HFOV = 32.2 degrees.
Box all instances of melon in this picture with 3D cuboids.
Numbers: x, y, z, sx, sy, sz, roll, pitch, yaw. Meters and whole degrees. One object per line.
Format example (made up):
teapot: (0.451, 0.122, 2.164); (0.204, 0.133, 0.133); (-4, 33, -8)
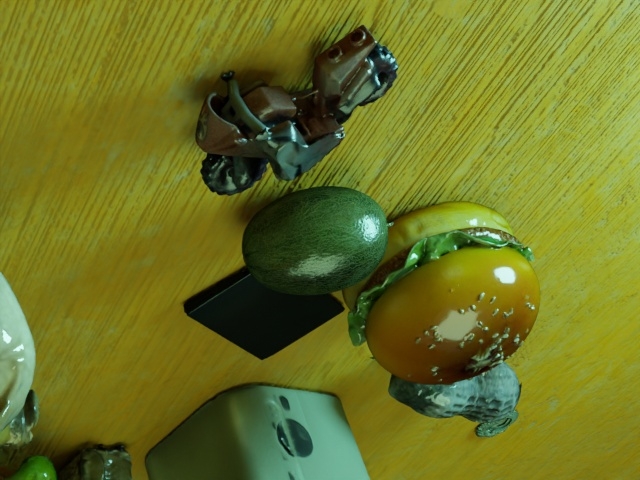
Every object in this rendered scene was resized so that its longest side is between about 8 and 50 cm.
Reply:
melon: (0.000, 0.000, 1.170); (0.167, 0.114, 0.114); (-11, 146, -16)

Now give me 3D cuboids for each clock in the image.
clock: (0.305, 0.315, 1.908); (0.074, 0.010, 0.083); (9, 135, -39)

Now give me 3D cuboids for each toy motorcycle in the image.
toy motorcycle: (-0.029, -0.121, 1.012); (0.212, 0.084, 0.118); (-35, 145, 4)

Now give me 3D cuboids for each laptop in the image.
laptop: (-0.064, 0.082, 1.348); (0.135, 0.016, 0.197); (-31, 148, 11)

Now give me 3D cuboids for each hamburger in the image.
hamburger: (0.149, 0.078, 1.325); (0.246, 0.170, 0.246); (-18, 149, -11)

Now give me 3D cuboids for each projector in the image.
projector: (-0.073, 0.373, 1.545); (0.248, 0.249, 0.248); (18, 130, -44)

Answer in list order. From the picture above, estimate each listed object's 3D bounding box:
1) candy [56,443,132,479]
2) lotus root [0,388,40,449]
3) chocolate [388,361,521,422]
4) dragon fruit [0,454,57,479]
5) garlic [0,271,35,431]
candy: (-0.305, 0.328, 1.503); (0.095, 0.085, 0.110); (21, 139, -36)
lotus root: (-0.435, 0.172, 1.127); (0.303, 0.146, 0.131); (4, 145, -26)
chocolate: (0.198, 0.206, 1.598); (0.248, 0.110, 0.110); (11, 135, -46)
dragon fruit: (-0.408, 0.372, 1.408); (0.268, 0.130, 0.295); (21, 140, -13)
garlic: (-0.413, 0.093, 0.932); (0.313, 0.249, 0.286); (20, 91, -22)
